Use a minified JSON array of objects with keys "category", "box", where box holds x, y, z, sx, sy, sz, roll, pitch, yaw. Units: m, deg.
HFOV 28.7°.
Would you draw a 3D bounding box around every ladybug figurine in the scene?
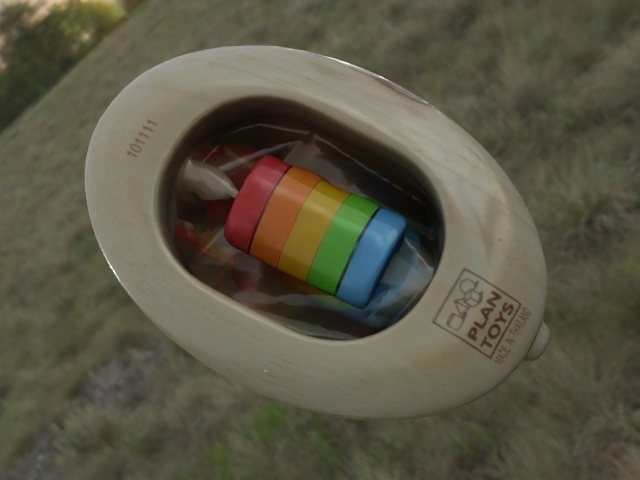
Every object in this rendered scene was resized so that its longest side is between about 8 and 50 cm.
[{"category":"ladybug figurine","box":[0.000,0.000,1.152,0.305,0.449,0.162,-58,-10,-8]}]
